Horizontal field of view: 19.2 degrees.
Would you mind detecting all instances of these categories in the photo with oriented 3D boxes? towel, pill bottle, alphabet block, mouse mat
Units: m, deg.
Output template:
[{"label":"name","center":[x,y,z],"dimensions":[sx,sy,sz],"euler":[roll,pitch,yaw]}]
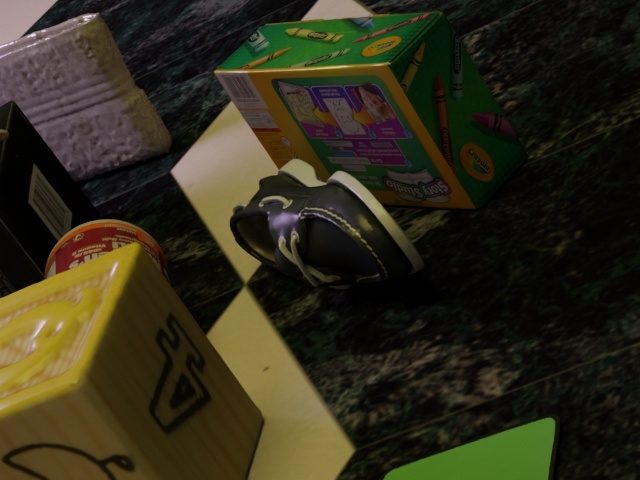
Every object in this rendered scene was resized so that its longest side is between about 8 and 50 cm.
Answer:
[{"label":"towel","center":[-0.320,-0.151,2.229],"dimensions":[0.282,0.187,0.049],"euler":[-15,27,33]},{"label":"pill bottle","center":[-0.193,0.075,1.739],"dimensions":[0.121,0.121,0.221],"euler":[-31,24,5]},{"label":"alphabet block","center":[-0.186,0.153,1.497],"dimensions":[0.192,0.197,0.193],"euler":[-24,27,22]},{"label":"mouse mat","center":[0.092,0.200,1.302],"dimensions":[0.153,0.007,0.189],"euler":[-22,26,25]}]

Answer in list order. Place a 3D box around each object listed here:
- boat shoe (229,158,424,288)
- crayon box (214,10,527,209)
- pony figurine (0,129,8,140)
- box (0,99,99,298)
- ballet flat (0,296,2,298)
[{"label":"boat shoe","center":[0.000,0.000,1.666],"dimensions":[0.091,0.114,0.302],"euler":[-38,13,-10]},{"label":"crayon box","center":[0.042,-0.119,1.752],"dimensions":[0.081,0.165,0.278],"euler":[-46,28,-25]},{"label":"pony figurine","center":[-0.499,-0.144,1.964],"dimensions":[0.363,0.303,0.351],"euler":[-24,56,13]},{"label":"box","center":[-0.406,0.040,1.995],"dimensions":[0.294,0.182,0.296],"euler":[-31,24,9]},{"label":"ballet flat","center":[-0.315,0.088,1.780],"dimensions":[0.074,0.203,0.074],"euler":[-55,5,7]}]
